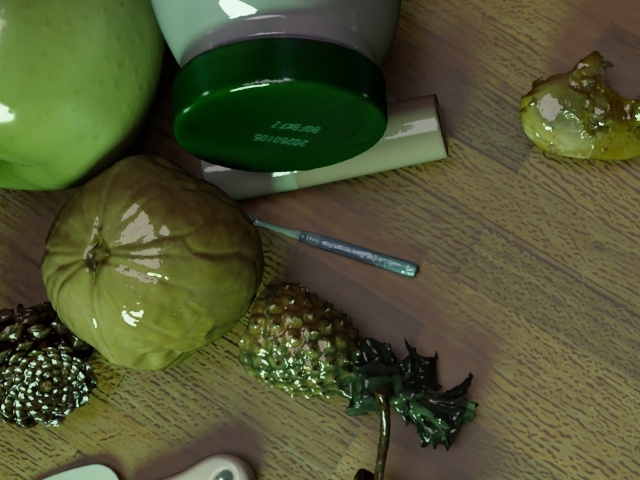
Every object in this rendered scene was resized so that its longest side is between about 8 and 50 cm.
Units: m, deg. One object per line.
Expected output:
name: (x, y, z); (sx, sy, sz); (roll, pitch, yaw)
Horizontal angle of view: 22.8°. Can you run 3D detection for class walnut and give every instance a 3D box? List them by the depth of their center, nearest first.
walnut: (-0.167, 0.023, 1.616); (0.228, 0.228, 0.228); (-1, 83, 10)

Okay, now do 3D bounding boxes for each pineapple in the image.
pineapple: (0.043, 0.132, 1.629); (0.251, 0.125, 0.125); (25, 88, 7)

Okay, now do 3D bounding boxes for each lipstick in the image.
lipstick: (0.004, -0.095, 1.677); (0.254, 0.070, 0.070); (-11, 81, 9)

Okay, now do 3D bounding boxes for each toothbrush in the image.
toothbrush: (0.000, 0.000, 1.692); (0.219, 0.019, 0.016); (18, 81, 12)

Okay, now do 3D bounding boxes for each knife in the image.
knife: (-0.232, 0.276, 1.691); (0.336, 0.043, 0.081); (-10, 75, 11)

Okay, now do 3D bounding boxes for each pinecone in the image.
pinecone: (-0.306, 0.128, 1.678); (0.140, 0.140, 0.121); (-32, 34, 5)

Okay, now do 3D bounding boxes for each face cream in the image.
face cream: (-0.044, -0.268, 1.582); (0.219, 0.312, 0.357); (-16, 65, 30)

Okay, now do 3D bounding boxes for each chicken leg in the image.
chicken leg: (0.307, -0.128, 1.625); (0.207, 0.085, 0.101); (11, 74, 3)

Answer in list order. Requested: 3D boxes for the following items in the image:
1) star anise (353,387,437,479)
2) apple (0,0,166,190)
star anise: (0.055, 0.280, 1.592); (0.177, 0.073, 0.234); (-31, 98, 18)
apple: (-0.326, -0.221, 1.624); (0.357, 0.357, 0.357); (-1, 83, 10)
